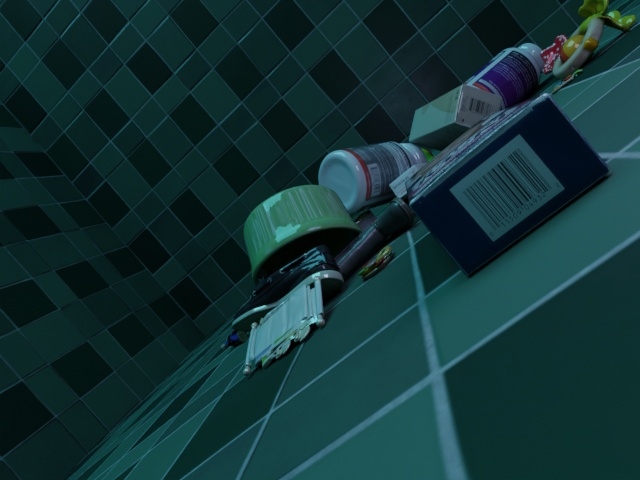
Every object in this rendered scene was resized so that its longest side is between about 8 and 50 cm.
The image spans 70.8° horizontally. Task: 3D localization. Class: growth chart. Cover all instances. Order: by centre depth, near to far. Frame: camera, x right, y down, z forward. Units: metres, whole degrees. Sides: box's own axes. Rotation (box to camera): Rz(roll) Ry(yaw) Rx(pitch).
[{"bbox_3d":[-0.075,0.171,0.888,0.237,0.021,0.172,-39,24,26],"label":"growth chart"}]

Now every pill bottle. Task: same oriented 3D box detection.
[{"bbox_3d":[0.189,-0.222,1.528,0.363,0.210,0.210,-18,-12,-38],"label":"pill bottle"},{"bbox_3d":[0.619,-0.530,1.547,0.323,0.181,0.181,-40,2,-10],"label":"pill bottle"}]

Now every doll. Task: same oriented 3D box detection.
[{"bbox_3d":[-0.290,0.333,1.554,0.129,0.046,0.189,-41,2,-33],"label":"doll"}]

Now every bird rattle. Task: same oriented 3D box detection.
[{"bbox_3d":[0.696,-0.537,1.237,0.207,0.143,0.253,-60,8,-27],"label":"bird rattle"}]

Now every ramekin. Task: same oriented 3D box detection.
[{"bbox_3d":[-0.051,-0.006,1.165,0.303,0.148,0.303,-19,-27,-10],"label":"ramekin"}]

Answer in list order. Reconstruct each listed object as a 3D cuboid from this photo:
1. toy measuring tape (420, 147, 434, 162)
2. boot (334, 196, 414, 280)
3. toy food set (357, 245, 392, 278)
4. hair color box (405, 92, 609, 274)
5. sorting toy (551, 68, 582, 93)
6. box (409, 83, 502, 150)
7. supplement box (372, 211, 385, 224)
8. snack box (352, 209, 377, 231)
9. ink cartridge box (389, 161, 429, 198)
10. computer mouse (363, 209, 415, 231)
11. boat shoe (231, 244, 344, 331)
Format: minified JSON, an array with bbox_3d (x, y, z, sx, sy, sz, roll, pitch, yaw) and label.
[{"bbox_3d":[0.412,-0.320,1.748,0.121,0.121,0.330,-41,2,-16],"label":"toy measuring tape"},{"bbox_3d":[0.107,0.003,1.039,0.208,0.076,0.190,-34,-14,-14],"label":"boot"},{"bbox_3d":[0.108,0.045,0.879,0.083,0.020,0.082,-39,3,16],"label":"toy food set"},{"bbox_3d":[0.212,-0.084,0.613,0.174,0.105,0.347,-39,2,14],"label":"hair color box"},{"bbox_3d":[0.633,-0.412,1.154,0.083,0.012,0.062,-39,3,46],"label":"sorting toy"},{"bbox_3d":[0.426,-0.387,1.465,0.311,0.148,0.121,-172,93,-74],"label":"box"},{"bbox_3d":[0.205,-0.071,1.320,0.098,0.036,0.062,-41,2,-7],"label":"supplement box"},{"bbox_3d":[0.092,-0.008,1.567,0.207,0.070,0.174,-43,3,-13],"label":"snack box"},{"bbox_3d":[0.283,-0.180,1.371,0.104,0.062,0.181,-39,-10,33],"label":"ink cartridge box"},{"bbox_3d":[0.176,-0.043,1.206,0.071,0.041,0.242,-41,3,-35],"label":"computer mouse"},{"bbox_3d":[-0.091,0.114,1.052,0.127,0.113,0.340,15,-39,-39],"label":"boat shoe"}]
